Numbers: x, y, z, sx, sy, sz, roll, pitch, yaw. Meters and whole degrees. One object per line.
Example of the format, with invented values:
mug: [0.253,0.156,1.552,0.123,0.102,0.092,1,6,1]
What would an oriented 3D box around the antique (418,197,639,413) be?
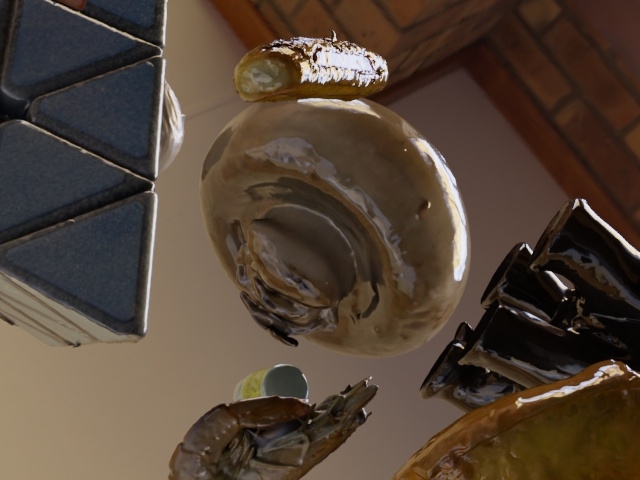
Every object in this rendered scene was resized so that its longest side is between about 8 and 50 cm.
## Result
antique: [0.252,0.128,1.017,0.255,0.322,0.185,31,-113,-1]

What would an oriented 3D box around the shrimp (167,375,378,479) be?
shrimp: [-0.024,0.091,0.518,0.059,0.108,0.023,49,-176,-23]

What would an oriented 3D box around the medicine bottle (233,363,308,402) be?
medicine bottle: [-0.048,0.143,1.046,0.047,0.083,0.047,7,-106,-26]

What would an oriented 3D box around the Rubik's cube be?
Rubik's cube: [-0.194,-0.037,0.694,0.228,0.233,0.229,66,-156,-4]

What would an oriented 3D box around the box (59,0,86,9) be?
box: [-0.069,-0.117,0.353,0.023,0.051,0.082,24,-142,-17]

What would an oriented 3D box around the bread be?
bread: [0.135,0.187,0.660,0.268,0.268,0.145,4,-134,-28]

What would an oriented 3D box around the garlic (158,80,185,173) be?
garlic: [-0.283,-0.147,1.462,0.229,0.178,0.143,15,-144,-27]

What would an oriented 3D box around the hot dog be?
hot dog: [-0.003,-0.165,1.096,0.286,0.088,0.061,-17,-91,-72]

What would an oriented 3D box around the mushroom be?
mushroom: [0.000,0.000,1.349,0.362,0.362,0.294,44,-126,-1]
